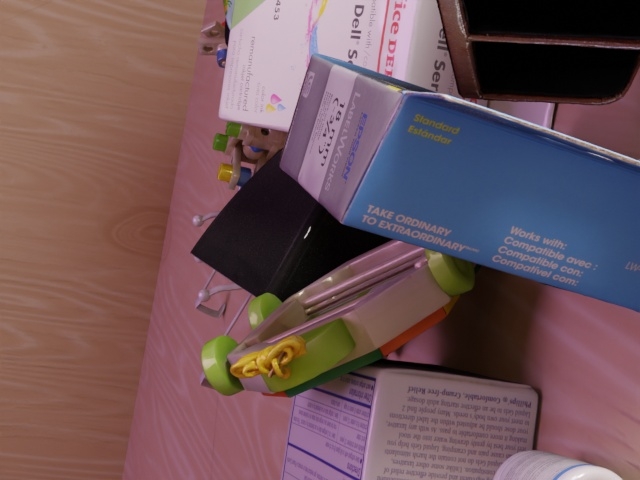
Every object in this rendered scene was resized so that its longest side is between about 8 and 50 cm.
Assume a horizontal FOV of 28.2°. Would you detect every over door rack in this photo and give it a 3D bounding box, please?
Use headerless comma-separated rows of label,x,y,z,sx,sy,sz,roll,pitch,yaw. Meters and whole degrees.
over door rack,-0.178,0.070,2.226,0.239,0.108,0.324,-101,25,-54

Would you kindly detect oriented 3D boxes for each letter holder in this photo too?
letter holder,0.217,-0.257,0.887,0.152,0.215,0.301,64,-144,-58

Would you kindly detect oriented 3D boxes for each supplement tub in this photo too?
supplement tub,0.175,0.193,0.929,0.107,0.071,0.071,177,101,-74

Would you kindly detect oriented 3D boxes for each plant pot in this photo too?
plant pot,0.000,0.000,1.434,0.188,0.187,0.167,30,94,54

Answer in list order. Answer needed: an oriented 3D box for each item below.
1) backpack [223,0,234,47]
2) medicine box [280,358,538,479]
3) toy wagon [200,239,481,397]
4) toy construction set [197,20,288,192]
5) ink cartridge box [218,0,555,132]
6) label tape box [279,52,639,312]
backpack,-0.025,-0.419,1.750,0.355,0.273,0.290,-52,23,37
medicine box,0.062,0.256,1.158,0.263,0.149,0.289,175,103,-74
toy wagon,0.020,0.067,1.145,0.267,0.068,0.344,-26,7,25
toy construction set,-0.106,-0.244,2.102,0.215,0.151,0.327,123,141,-57
ink cartridge box,0.060,-0.191,1.213,0.353,0.119,0.207,15,99,49
label tape box,0.122,-0.038,0.914,0.334,0.241,0.105,-135,63,-72
